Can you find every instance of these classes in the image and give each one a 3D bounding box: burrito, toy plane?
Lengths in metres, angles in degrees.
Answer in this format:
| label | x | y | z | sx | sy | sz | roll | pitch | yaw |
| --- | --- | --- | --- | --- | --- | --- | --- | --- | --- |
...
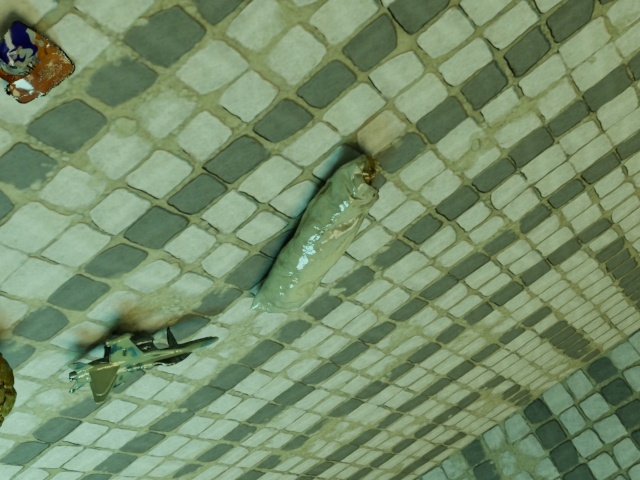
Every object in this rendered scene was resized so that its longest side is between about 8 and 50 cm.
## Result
| label | x | y | z | sx | sy | sz | roll | pitch | yaw |
| --- | --- | --- | --- | --- | --- | --- | --- | --- | --- |
| burrito | 0.000 | 0.000 | 1.407 | 0.117 | 0.076 | 0.392 | -9 | 146 | -40 |
| toy plane | -0.303 | 0.194 | 1.442 | 0.262 | 0.088 | 0.192 | -22 | 155 | -30 |

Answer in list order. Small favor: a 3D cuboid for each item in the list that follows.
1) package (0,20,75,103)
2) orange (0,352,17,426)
| label | x | y | z | sx | sy | sz | roll | pitch | yaw |
| --- | --- | --- | --- | --- | --- | --- | --- | --- | --- |
| package | -0.322 | -0.193 | 0.916 | 0.077 | 0.033 | 0.110 | -53 | 162 | -5 |
| orange | -0.530 | 0.226 | 1.246 | 0.156 | 0.134 | 0.156 | -4 | 97 | -36 |
